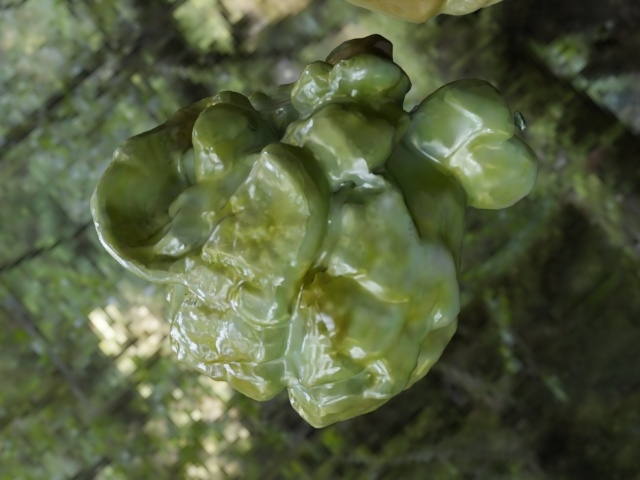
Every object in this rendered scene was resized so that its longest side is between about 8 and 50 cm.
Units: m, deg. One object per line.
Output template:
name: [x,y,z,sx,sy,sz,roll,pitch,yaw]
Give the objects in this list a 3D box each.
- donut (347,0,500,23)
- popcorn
donut: [0.060,-0.270,0.820,0.360,0.360,0.170,44,-154,24]
popcorn: [0.000,0.000,0.687,0.141,0.162,0.135,120,134,-73]
